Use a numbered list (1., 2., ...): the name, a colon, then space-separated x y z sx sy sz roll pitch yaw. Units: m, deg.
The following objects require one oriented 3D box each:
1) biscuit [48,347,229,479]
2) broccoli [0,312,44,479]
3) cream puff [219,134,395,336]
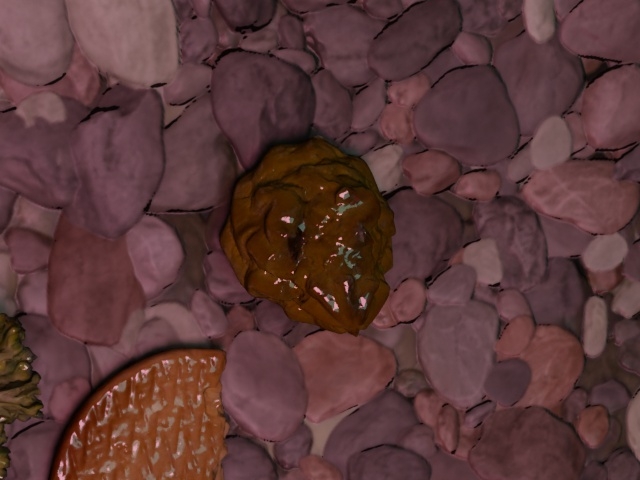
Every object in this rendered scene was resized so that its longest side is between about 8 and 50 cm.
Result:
1. biscuit: -0.141 0.192 1.223 0.145 0.033 0.224 0 101 -22
2. broccoli: -0.304 0.109 0.963 0.221 0.361 0.252 -21 90 -1
3. cream puff: 0.000 0.000 1.203 0.146 0.116 0.146 -6 106 -21
